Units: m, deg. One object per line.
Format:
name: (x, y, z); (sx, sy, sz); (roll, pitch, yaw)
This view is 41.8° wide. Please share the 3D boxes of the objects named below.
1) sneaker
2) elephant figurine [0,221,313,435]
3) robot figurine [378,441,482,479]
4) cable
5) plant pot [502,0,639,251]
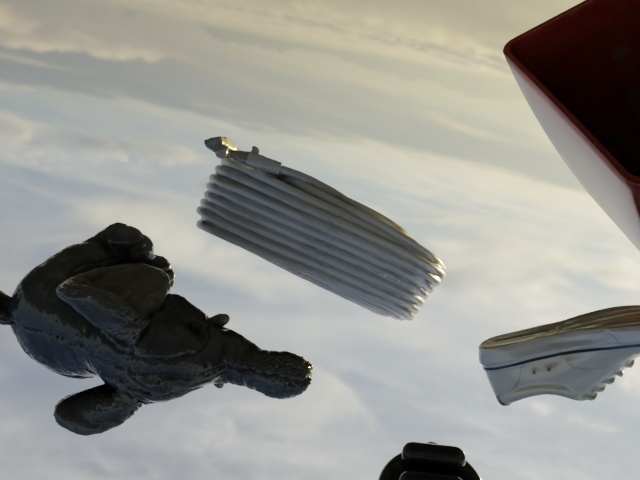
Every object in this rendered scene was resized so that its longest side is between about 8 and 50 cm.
sneaker: (0.322, 0.140, 1.002); (0.258, 0.091, 0.094); (-15, -174, 28)
elephant figurine: (-0.158, 0.081, 0.705); (0.186, 0.169, 0.239); (-41, -150, -12)
robot figurine: (0.170, 0.447, 1.349); (0.209, 0.278, 0.174); (-29, -135, -32)
cable: (0.000, 0.000, 0.851); (0.257, 0.089, 0.257); (27, 178, 7)
plant pot: (0.389, -0.114, 0.874); (0.267, 0.235, 0.267); (-28, -137, 3)
